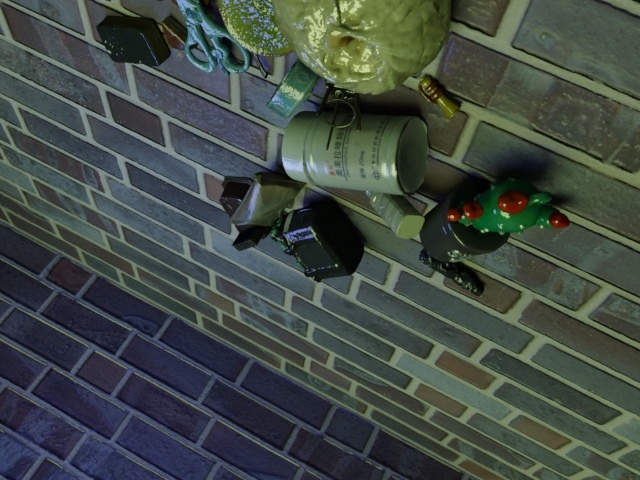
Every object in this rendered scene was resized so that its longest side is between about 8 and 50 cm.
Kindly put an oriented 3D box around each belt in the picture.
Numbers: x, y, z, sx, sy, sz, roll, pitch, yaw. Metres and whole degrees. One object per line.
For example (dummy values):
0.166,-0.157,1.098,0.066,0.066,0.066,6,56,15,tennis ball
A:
-0.058,-0.370,1.524,0.082,0.147,0.163,37,178,-13,belt

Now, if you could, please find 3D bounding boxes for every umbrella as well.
0.395,0.089,1.856,0.224,0.080,0.071,35,115,-11,umbrella

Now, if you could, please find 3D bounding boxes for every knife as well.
-0.171,-0.499,1.552,0.046,0.021,0.222,4,135,38,knife

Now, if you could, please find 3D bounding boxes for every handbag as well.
0.000,0.000,1.968,0.181,0.181,0.254,-13,127,41,handbag
-0.168,-0.123,1.969,0.183,0.117,0.270,5,148,-26,handbag

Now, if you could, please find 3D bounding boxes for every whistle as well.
0.263,-0.325,1.412,0.109,0.057,0.046,45,103,-4,whistle

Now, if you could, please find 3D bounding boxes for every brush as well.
-0.525,-0.553,1.753,0.197,0.059,0.123,13,143,28,brush

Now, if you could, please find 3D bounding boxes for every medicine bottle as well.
0.082,-0.221,1.560,0.332,0.190,0.190,10,143,32,medicine bottle

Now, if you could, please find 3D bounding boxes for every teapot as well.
0.195,-0.103,1.661,0.200,0.077,0.107,55,135,47,teapot

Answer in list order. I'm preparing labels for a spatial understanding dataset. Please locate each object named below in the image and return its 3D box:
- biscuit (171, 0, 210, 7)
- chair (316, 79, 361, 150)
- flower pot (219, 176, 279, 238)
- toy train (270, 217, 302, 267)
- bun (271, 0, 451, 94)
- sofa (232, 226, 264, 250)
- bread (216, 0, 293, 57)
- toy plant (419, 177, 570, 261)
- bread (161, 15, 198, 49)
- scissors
-0.365,-0.639,1.507,0.236,0.039,0.180,32,147,-2,biscuit
0.051,-0.320,1.462,0.095,0.221,0.104,-3,138,9,chair
-0.248,-0.097,2.140,0.179,0.084,0.251,8,142,35,flower pot
-0.092,0.001,2.123,0.178,0.104,0.071,42,152,-15,toy train
0.065,-0.433,1.220,0.352,0.227,0.349,39,144,-21,bun
-0.245,-0.005,2.129,0.039,0.060,0.118,40,147,-25,sofa
-0.132,-0.523,1.420,0.236,0.070,0.236,19,145,14,bread
0.403,-0.058,1.509,0.280,0.185,0.400,24,159,-13,toy plant
-0.376,-0.534,1.662,0.109,0.043,0.062,38,147,-13,bread
-0.297,-0.545,1.523,0.180,0.032,0.393,2,147,20,scissors
